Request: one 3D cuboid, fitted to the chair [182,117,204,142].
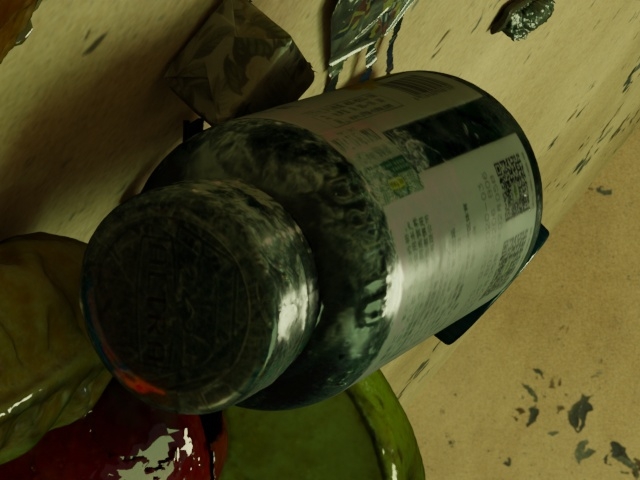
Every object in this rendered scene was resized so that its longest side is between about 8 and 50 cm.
[{"bbox_3d":[-0.085,-0.025,1.033,0.037,0.042,0.086,3,89,-79],"label":"chair"}]

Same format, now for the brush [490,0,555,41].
[{"bbox_3d":[0.199,-0.210,1.628,0.190,0.027,0.034,-39,165,-54],"label":"brush"}]

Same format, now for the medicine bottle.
[{"bbox_3d":[0.000,0.000,0.934,0.141,0.141,0.293,-57,166,25],"label":"medicine bottle"}]

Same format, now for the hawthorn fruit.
[{"bbox_3d":[-0.123,0.100,1.008,0.148,0.148,0.172,-45,152,-31],"label":"hawthorn fruit"}]

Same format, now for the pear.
[{"bbox_3d":[-0.014,0.154,1.338,0.238,0.255,0.164,-59,167,13],"label":"pear"}]

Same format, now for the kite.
[{"bbox_3d":[0.036,-0.137,1.215,0.141,0.015,0.245,-46,168,-25],"label":"kite"}]

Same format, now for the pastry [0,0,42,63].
[{"bbox_3d":[-0.108,-0.108,0.474,0.182,0.093,0.192,-48,173,-25],"label":"pastry"}]

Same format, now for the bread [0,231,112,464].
[{"bbox_3d":[-0.169,0.064,0.817,0.087,0.098,0.269,-16,-173,26],"label":"bread"}]

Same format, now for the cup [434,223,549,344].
[{"bbox_3d":[0.065,-0.012,1.302,0.131,0.155,0.176,-49,180,17],"label":"cup"}]

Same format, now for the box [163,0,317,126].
[{"bbox_3d":[-0.040,-0.085,0.975,0.062,0.045,0.098,-50,171,2],"label":"box"}]
